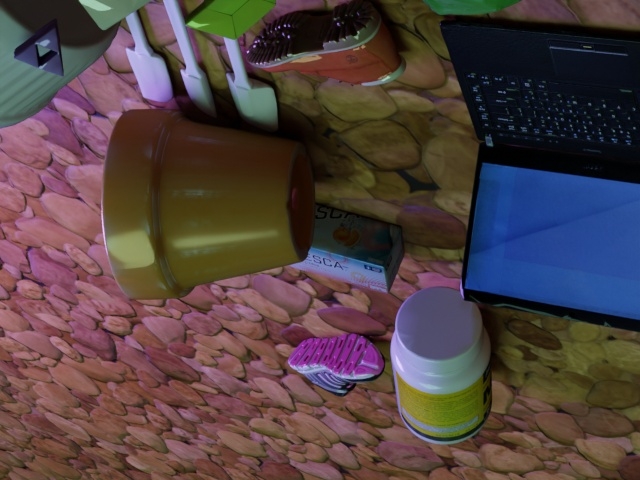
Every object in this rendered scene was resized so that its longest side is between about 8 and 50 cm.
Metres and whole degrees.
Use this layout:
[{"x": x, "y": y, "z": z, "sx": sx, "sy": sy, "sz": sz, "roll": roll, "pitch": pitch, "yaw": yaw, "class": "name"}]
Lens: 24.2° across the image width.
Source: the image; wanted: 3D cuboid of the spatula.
[{"x": -0.131, "y": -0.199, "z": 1.500, "sx": 0.168, "sy": 0.019, "sz": 0.242, "roll": 21, "pitch": 152, "yaw": 20, "class": "spatula"}]

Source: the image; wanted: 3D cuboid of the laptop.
[{"x": 0.222, "y": -0.053, "z": 1.335, "sx": 0.234, "sy": 0.136, "sz": 0.264, "roll": 9, "pitch": 149, "yaw": 26, "class": "laptop"}]

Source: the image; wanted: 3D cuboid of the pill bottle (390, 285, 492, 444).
[{"x": 0.144, "y": 0.148, "z": 1.770, "sx": 0.119, "sy": 0.119, "sz": 0.208, "roll": 16, "pitch": 152, "yaw": 16, "class": "pill bottle"}]

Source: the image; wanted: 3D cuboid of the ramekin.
[{"x": -0.285, "y": -0.241, "z": 1.293, "sx": 0.127, "sy": 0.273, "sz": 0.273, "roll": -20, "pitch": 131, "yaw": 31, "class": "ramekin"}]

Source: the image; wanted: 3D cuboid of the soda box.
[{"x": 0.000, "y": 0.000, "z": 1.693, "sx": 0.183, "sy": 0.058, "sz": 0.063, "roll": 15, "pitch": 151, "yaw": 17, "class": "soda box"}]

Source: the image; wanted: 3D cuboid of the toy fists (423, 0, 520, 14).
[{"x": 0.157, "y": -0.249, "z": 1.096, "sx": 0.279, "sy": 0.096, "sz": 0.142, "roll": 1, "pitch": 155, "yaw": 35, "class": "toy fists"}]

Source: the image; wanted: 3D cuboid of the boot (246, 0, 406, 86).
[{"x": 0.004, "y": -0.171, "z": 1.395, "sx": 0.158, "sy": 0.059, "sz": 0.084, "roll": -2, "pitch": 148, "yaw": 39, "class": "boot"}]

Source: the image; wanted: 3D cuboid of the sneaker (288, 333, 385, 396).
[{"x": 0.035, "y": 0.167, "z": 1.956, "sx": 0.075, "sy": 0.063, "sz": 0.170, "roll": 42, "pitch": 153, "yaw": -30, "class": "sneaker"}]

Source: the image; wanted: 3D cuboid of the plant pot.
[{"x": -0.109, "y": -0.039, "z": 1.589, "sx": 0.188, "sy": 0.205, "sz": 0.205, "roll": -1, "pitch": 147, "yaw": 12, "class": "plant pot"}]

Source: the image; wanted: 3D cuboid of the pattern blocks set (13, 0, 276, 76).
[{"x": -0.141, "y": -0.264, "z": 1.150, "sx": 0.285, "sy": 0.026, "sz": 0.325, "roll": 36, "pitch": 107, "yaw": -29, "class": "pattern blocks set"}]
